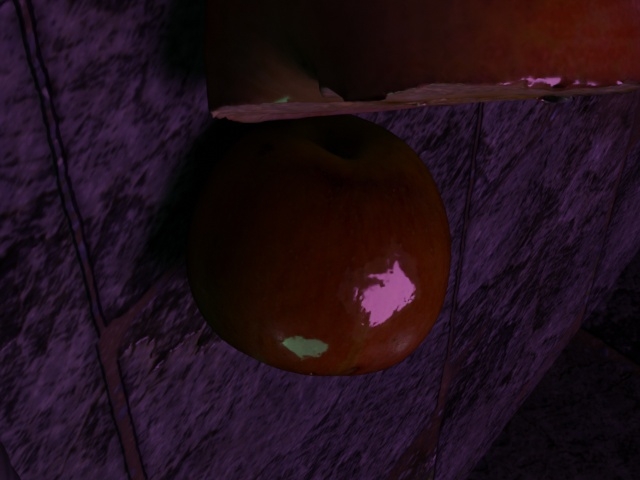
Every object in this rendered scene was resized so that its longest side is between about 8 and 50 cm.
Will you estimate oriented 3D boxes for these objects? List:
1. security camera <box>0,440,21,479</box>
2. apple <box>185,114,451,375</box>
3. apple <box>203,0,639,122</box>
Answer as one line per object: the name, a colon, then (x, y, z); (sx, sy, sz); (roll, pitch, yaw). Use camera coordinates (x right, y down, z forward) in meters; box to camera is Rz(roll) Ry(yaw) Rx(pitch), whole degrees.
security camera: (-0.261, 0.214, 0.940); (0.277, 0.197, 0.191); (-57, -157, -7)
apple: (0.000, 0.000, 1.269); (0.196, 0.196, 0.196); (-49, 161, -23)
apple: (0.065, -0.160, 1.080); (0.251, 0.293, 0.163); (-6, 95, -33)
